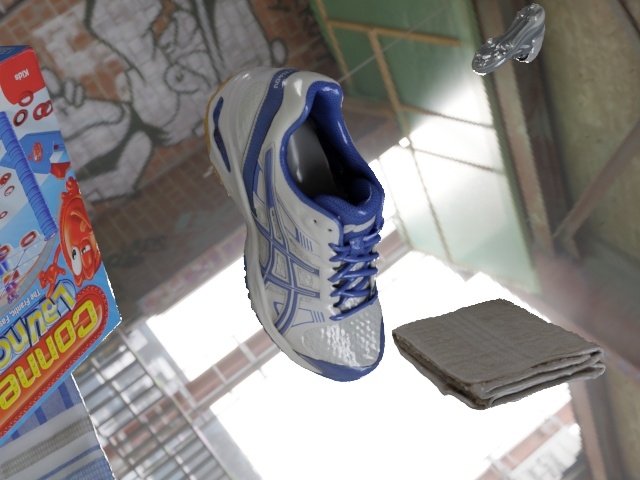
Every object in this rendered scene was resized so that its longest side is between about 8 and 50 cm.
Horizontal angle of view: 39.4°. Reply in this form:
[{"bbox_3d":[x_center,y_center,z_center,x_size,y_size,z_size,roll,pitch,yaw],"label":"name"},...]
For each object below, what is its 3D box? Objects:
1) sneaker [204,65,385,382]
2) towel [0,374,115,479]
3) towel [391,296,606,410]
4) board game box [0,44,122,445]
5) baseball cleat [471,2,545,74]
[{"bbox_3d":[0.000,0.000,0.744,0.131,0.112,0.296,6,-55,52],"label":"sneaker"},{"bbox_3d":[-0.421,0.373,1.385,0.285,0.209,0.034,64,15,18],"label":"towel"},{"bbox_3d":[0.226,0.145,1.180,0.282,0.187,0.049,-144,-137,-71],"label":"towel"},{"bbox_3d":[-0.325,0.028,0.763,0.086,0.308,0.301,4,-58,24],"label":"board game box"},{"bbox_3d":[0.384,-0.376,1.774,0.072,0.206,0.109,34,-19,42],"label":"baseball cleat"}]
